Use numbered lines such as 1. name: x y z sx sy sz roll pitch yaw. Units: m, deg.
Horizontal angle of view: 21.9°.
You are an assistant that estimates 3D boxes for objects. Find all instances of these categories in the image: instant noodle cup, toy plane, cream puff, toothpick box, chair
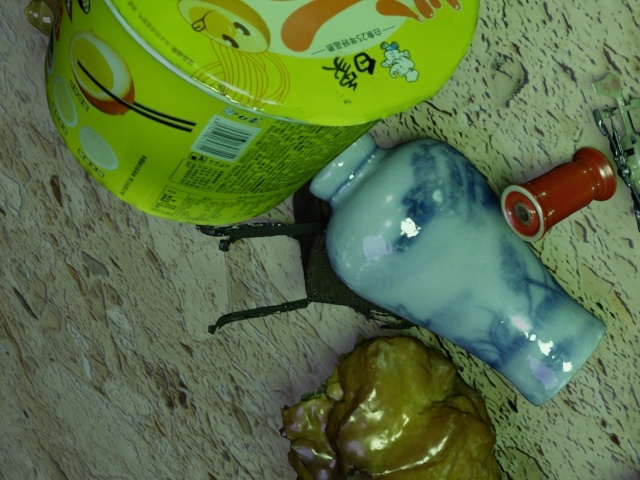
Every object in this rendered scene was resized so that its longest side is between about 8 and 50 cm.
1. instant noodle cup: -0.067 -0.165 1.220 0.311 0.311 0.221 49 144 5
2. toy plane: 0.229 -0.064 1.193 0.031 0.049 0.120 -21 86 52
3. cream puff: 0.067 0.194 1.498 0.241 0.155 0.269 22 144 36
4. toothpick box: 0.180 -0.035 1.236 0.047 0.083 0.047 38 142 37
5. chair: 0.000 0.000 1.464 0.213 0.149 0.174 5 133 -8

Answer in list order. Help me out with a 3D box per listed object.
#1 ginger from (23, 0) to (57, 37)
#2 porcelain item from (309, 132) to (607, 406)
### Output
1. ginger: -0.171 -0.247 1.399 0.363 0.122 0.348 -25 137 21
2. porcelain item: 0.105 0.018 1.326 0.259 0.141 0.141 43 143 0
